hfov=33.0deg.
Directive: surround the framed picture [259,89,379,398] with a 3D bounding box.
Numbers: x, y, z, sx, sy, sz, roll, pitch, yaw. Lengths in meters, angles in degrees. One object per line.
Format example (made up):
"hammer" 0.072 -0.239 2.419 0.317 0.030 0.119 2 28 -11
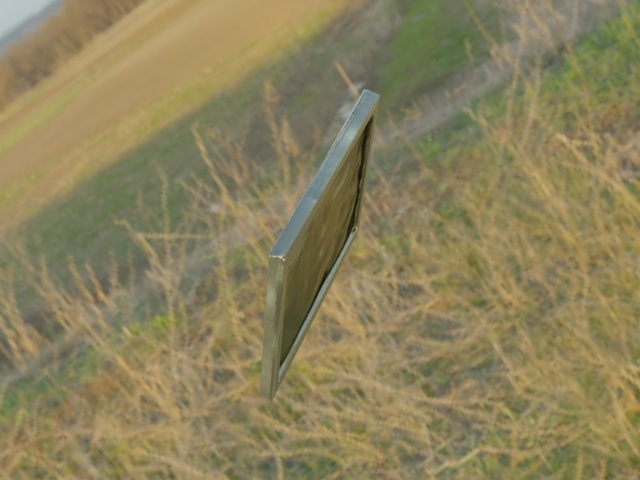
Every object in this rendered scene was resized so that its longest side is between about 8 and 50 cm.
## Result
"framed picture" 0.000 0.000 0.355 0.007 0.066 0.089 17 44 11
